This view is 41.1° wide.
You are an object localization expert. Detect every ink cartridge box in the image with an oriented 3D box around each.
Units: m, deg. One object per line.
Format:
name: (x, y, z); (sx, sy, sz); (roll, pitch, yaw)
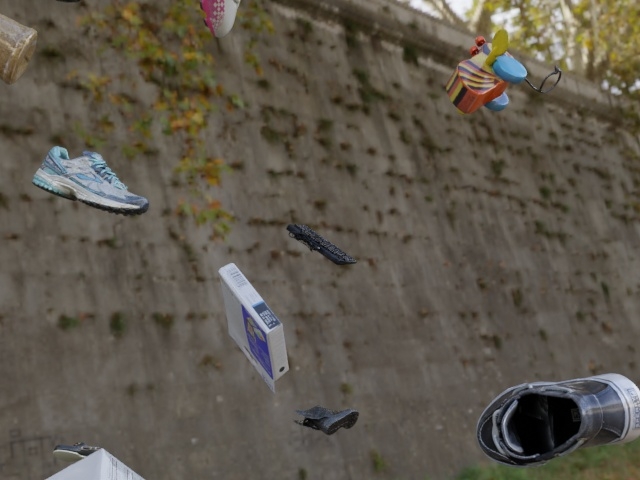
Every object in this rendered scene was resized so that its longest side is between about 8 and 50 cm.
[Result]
ink cartridge box: (-0.138, 0.184, 1.776); (0.045, 0.206, 0.208); (-25, -41, -22)

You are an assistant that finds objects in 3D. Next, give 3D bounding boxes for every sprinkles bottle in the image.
sprinkles bottle: (-0.721, -0.423, 1.602); (0.355, 0.121, 0.121); (26, -24, -13)

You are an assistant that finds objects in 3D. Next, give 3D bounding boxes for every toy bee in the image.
toy bee: (0.344, -0.345, 1.771); (0.195, 0.162, 0.298); (-51, -25, 23)

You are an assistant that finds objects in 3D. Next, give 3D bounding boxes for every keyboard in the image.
keyboard: (0.000, 0.000, 2.080); (0.192, 0.038, 0.100); (33, 25, 34)

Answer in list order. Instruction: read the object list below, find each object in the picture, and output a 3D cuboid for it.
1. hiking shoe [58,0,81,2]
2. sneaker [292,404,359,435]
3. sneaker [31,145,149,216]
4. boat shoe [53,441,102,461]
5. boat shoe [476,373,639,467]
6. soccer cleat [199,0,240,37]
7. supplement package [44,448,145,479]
hiking shoe: (-0.535, -0.487, 1.439); (0.304, 0.113, 0.132); (19, -8, -39)
sneaker: (0.015, 0.424, 2.058); (0.089, 0.051, 0.170); (23, 16, 32)
sneaker: (-0.513, -0.139, 1.934); (0.282, 0.122, 0.110); (18, -5, 10)
boat shoe: (-0.579, 0.505, 2.039); (0.049, 0.042, 0.133); (-30, -37, 31)
boat shoe: (0.260, 0.230, 1.054); (0.102, 0.108, 0.301); (-4, -14, -23)
soccer cleat: (-0.186, -0.604, 1.851); (0.143, 0.331, 0.116); (5, 23, 6)
supplement package: (-0.494, 0.607, 1.892); (0.194, 0.149, 0.203); (-30, -54, 13)
